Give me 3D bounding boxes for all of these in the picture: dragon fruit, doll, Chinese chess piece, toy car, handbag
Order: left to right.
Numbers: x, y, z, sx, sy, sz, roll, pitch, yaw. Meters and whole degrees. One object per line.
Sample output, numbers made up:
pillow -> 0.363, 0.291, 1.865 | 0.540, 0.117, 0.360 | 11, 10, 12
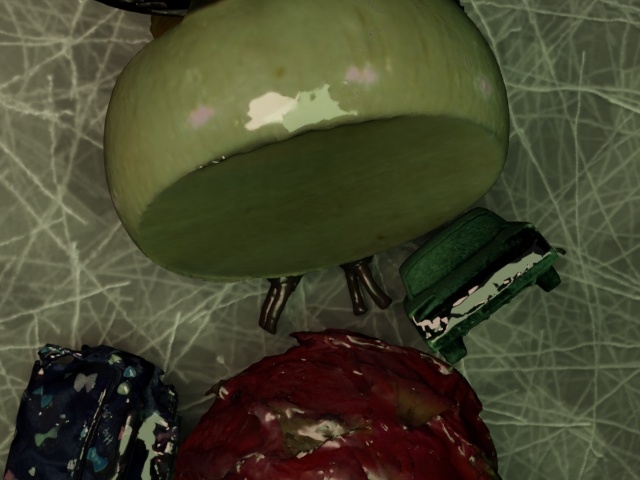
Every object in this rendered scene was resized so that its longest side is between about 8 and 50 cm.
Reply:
handbag -> -0.214, 0.226, 1.654 | 0.113, 0.162, 0.260 | 8, 98, -49
Chinese chess piece -> -0.013, -0.092, 1.511 | 0.349, 0.349, 0.146 | -12, 68, -6
doll -> 0.000, 0.000, 1.699 | 0.139, 0.057, 0.165 | -8, 91, -5
dragon fruit -> 0.018, 0.236, 1.617 | 0.329, 0.329, 0.329 | -1, 99, -7
toy car -> 0.137, 0.031, 1.590 | 0.141, 0.321, 0.097 | -38, 90, 1

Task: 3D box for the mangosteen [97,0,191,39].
mangosteen -> -0.103, -0.354, 1.493 | 0.381, 0.421, 0.381 | -9, 61, 17
